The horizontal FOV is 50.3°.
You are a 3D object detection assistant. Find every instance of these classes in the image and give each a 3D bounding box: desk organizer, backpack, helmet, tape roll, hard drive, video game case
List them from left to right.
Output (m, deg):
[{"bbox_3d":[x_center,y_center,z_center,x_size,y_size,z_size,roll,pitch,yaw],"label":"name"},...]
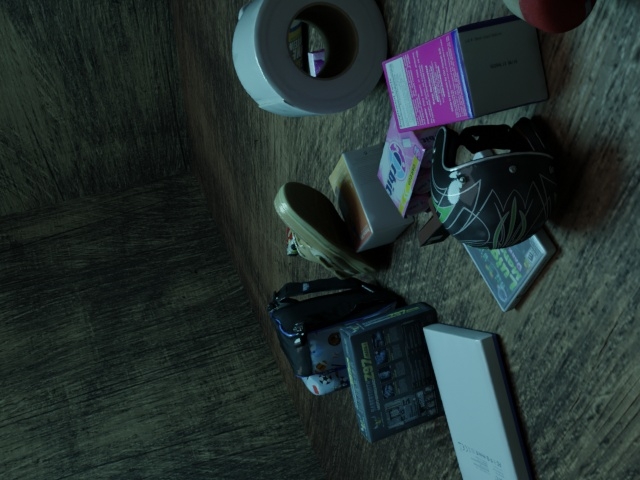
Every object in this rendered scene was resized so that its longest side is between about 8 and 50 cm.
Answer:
[{"bbox_3d":[-0.023,-0.347,1.228,0.169,0.246,0.246,-159,55,-68],"label":"tape roll"},{"bbox_3d":[0.045,0.200,1.481,0.276,0.263,0.213,-139,30,-69],"label":"backpack"},{"bbox_3d":[0.192,-0.038,1.091,0.130,0.047,0.050,119,136,-67],"label":"desk organizer"},{"bbox_3d":[0.281,0.312,1.206,0.210,0.040,0.319,175,79,-73],"label":"hard drive"},{"bbox_3d":[0.217,-0.068,0.859,0.169,0.169,0.162,93,171,-47],"label":"helmet"},{"bbox_3d":[0.260,-0.013,1.011,0.173,0.022,0.190,100,149,-56],"label":"video game case"}]

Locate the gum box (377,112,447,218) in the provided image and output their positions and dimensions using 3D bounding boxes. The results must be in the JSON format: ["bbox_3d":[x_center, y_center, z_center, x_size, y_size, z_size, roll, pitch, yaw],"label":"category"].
[{"bbox_3d":[0.158,-0.133,1.156,0.188,0.062,0.107,99,150,-54],"label":"gum box"}]

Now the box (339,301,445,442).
[{"bbox_3d":[0.149,0.256,1.333,0.059,0.183,0.233,-155,50,-68],"label":"box"}]

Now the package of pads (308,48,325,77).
[{"bbox_3d":[0.003,-0.366,1.459,0.032,0.050,0.083,-135,33,-58],"label":"package of pads"}]

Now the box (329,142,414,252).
[{"bbox_3d":[0.097,-0.082,1.349,0.130,0.091,0.171,123,130,-68],"label":"box"}]

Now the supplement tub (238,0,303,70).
[{"bbox_3d":[-0.113,-0.446,1.595,0.144,0.144,0.200,-123,23,-43],"label":"supplement tub"}]

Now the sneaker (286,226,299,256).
[{"bbox_3d":[-0.049,-0.033,1.849,0.279,0.107,0.118,140,122,-69],"label":"sneaker"}]

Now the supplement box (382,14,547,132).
[{"bbox_3d":[0.184,-0.217,0.914,0.220,0.111,0.114,-164,59,-71],"label":"supplement box"}]

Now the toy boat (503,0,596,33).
[{"bbox_3d":[0.263,-0.287,0.607,0.151,0.151,0.231,35,149,17],"label":"toy boat"}]

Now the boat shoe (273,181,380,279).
[{"bbox_3d":[0.000,0.000,1.392,0.341,0.110,0.122,39,-146,-46],"label":"boat shoe"}]
